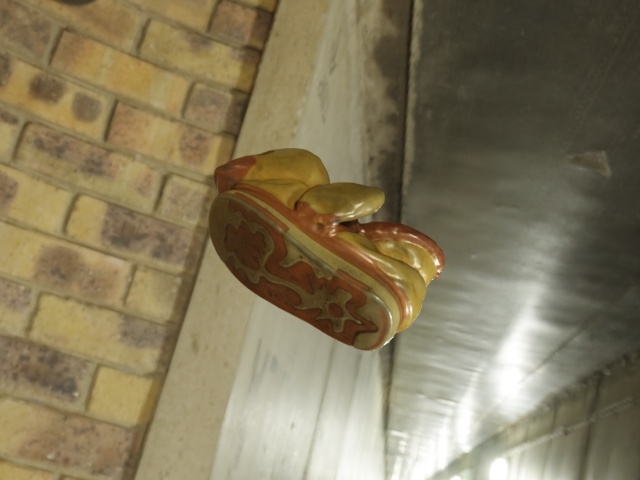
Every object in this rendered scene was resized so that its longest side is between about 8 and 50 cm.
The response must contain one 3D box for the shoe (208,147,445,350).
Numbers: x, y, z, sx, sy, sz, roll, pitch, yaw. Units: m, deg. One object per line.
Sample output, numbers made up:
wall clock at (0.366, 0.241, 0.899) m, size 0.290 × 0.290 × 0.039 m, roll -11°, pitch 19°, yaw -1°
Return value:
shoe at (0.001, 0.003, 0.370) m, size 0.109 × 0.069 × 0.072 m, roll 22°, pitch 127°, yaw 33°
